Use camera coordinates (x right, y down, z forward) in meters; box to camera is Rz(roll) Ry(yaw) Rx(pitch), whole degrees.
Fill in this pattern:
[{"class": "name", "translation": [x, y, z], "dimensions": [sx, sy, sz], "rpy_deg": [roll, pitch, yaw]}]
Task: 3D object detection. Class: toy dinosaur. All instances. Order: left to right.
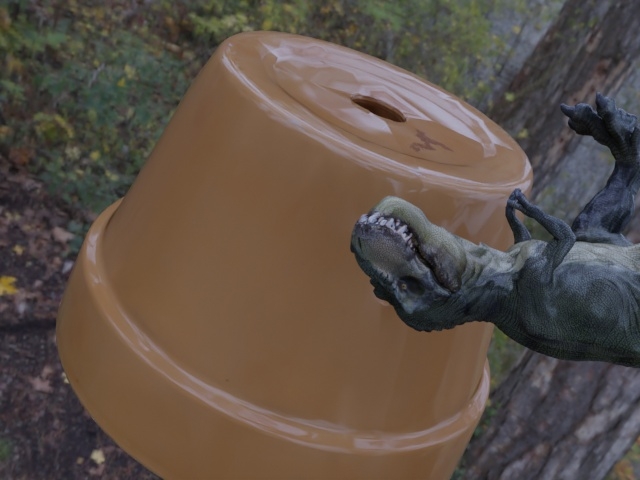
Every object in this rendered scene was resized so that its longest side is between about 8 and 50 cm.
[{"class": "toy dinosaur", "translation": [0.145, 0.007, 0.340], "dimensions": [0.268, 0.118, 0.064], "rpy_deg": [16, -11, -5]}]

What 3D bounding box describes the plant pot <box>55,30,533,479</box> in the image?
[{"class": "plant pot", "translation": [0.000, 0.000, 0.528], "dimensions": [0.290, 0.203, 0.291], "rpy_deg": [19, 26, -10]}]
